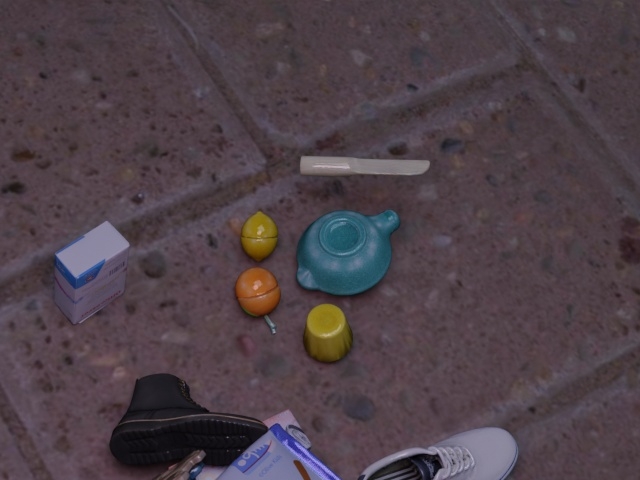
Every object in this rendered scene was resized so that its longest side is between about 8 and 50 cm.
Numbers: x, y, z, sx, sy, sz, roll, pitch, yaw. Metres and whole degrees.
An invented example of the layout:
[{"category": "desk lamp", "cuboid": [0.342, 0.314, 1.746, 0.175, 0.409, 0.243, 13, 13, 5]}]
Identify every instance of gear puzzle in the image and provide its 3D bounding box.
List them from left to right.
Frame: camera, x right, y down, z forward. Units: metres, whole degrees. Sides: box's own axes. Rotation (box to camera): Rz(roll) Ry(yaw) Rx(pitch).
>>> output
[{"category": "gear puzzle", "cuboid": [-0.221, 0.338, 1.581, 0.175, 0.339, 0.044, -35, 92, 13]}]

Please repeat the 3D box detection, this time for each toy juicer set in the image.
[{"category": "toy juicer set", "cuboid": [0.000, 0.000, 1.991, 0.209, 0.089, 0.329, 20, 64, 15]}]

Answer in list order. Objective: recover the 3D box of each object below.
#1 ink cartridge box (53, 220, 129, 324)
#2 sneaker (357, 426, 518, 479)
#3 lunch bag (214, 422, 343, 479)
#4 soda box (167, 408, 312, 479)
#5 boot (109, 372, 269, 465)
[{"category": "ink cartridge box", "cuboid": [-0.304, 0.044, 1.863, 0.088, 0.122, 0.052, -35, 68, -29]}, {"category": "sneaker", "cuboid": [0.155, 0.304, 1.830, 0.258, 0.091, 0.094, -21, 66, -24]}, {"category": "lunch bag", "cuboid": [-0.025, 0.469, 1.604, 0.385, 0.239, 0.328, 36, 56, 16]}, {"category": "soda box", "cuboid": [-0.106, 0.287, 1.799, 0.183, 0.058, 0.063, -24, 67, -24]}, {"category": "boot", "cuboid": [-0.158, 0.213, 1.782, 0.198, 0.076, 0.137, 1, 32, 5]}]
